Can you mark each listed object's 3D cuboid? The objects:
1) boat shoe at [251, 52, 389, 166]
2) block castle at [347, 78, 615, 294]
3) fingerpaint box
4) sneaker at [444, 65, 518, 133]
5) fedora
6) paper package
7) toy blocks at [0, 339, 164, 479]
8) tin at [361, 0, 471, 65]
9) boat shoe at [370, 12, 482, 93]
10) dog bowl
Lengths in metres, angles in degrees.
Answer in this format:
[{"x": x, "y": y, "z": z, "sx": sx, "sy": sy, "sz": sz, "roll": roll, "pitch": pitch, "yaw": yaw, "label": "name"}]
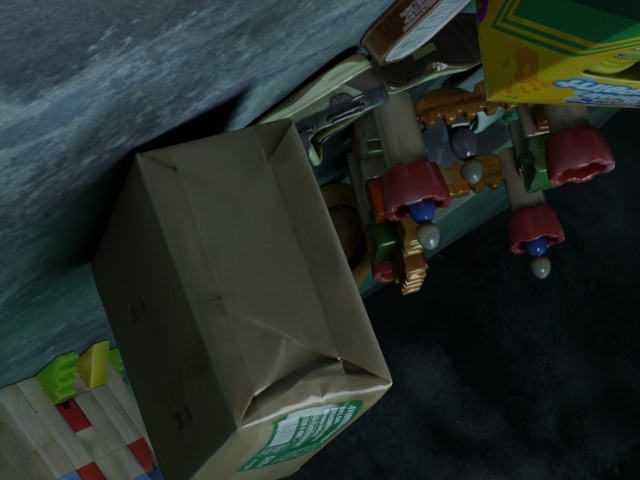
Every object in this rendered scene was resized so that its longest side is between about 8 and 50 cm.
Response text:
[{"x": -0.024, "y": -0.113, "z": 1.570, "sx": 0.223, "sy": 0.073, "sz": 0.080, "roll": -38, "pitch": 172, "yaw": 10, "label": "boat shoe"}, {"x": 0.207, "y": -0.060, "z": 1.967, "sx": 0.303, "sy": 0.213, "sz": 0.453, "roll": -12, "pitch": 167, "yaw": -3, "label": "block castle"}, {"x": 0.449, "y": -0.258, "z": 1.527, "sx": 0.444, "sy": 0.163, "sz": 0.371, "roll": 0, "pitch": 169, "yaw": -29, "label": "fingerpaint box"}, {"x": 0.244, "y": -0.202, "z": 2.128, "sx": 0.151, "sy": 0.094, "sz": 0.256, "roll": -40, "pitch": 164, "yaw": -7, "label": "sneaker"}, {"x": 0.000, "y": 0.000, "z": 2.176, "sx": 0.194, "sy": 0.194, "sz": 0.079, "roll": -32, "pitch": -152, "yaw": -30, "label": "fedora"}, {"x": -0.095, "y": 0.081, "z": 1.475, "sx": 0.168, "sy": 0.310, "sz": 0.325, "roll": -15, "pitch": 163, "yaw": -23, "label": "paper package"}, {"x": -0.331, "y": 0.312, "z": 2.013, "sx": 0.190, "sy": 0.261, "sz": 0.381, "roll": -40, "pitch": 171, "yaw": 20, "label": "toy blocks"}, {"x": 0.122, "y": -0.254, "z": 1.532, "sx": 0.189, "sy": 0.040, "sz": 0.106, "roll": -42, "pitch": 175, "yaw": 31, "label": "tin"}, {"x": 0.122, "y": -0.216, "z": 1.687, "sx": 0.190, "sy": 0.068, "sz": 0.072, "roll": -21, "pitch": 177, "yaw": -29, "label": "boat shoe"}, {"x": 0.234, "y": -0.141, "z": 2.416, "sx": 0.348, "sy": 0.102, "sz": 0.349, "roll": -37, "pitch": 172, "yaw": -6, "label": "dog bowl"}]
